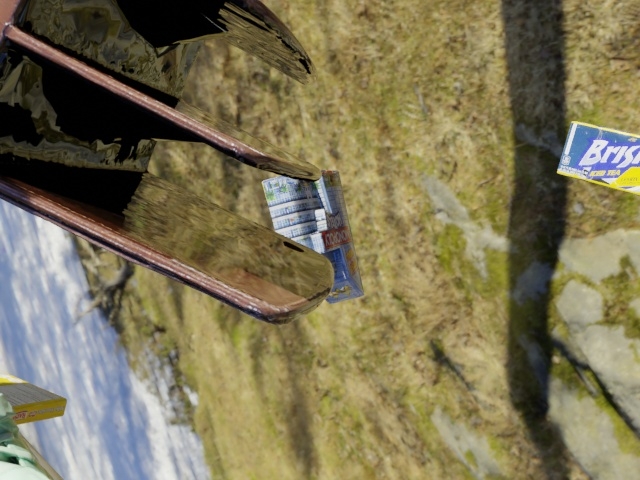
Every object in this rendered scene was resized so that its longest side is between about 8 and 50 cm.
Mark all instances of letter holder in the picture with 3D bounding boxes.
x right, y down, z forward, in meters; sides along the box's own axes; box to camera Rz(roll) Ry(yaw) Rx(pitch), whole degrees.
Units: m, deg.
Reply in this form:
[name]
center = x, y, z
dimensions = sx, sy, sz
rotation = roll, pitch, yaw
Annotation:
[letter holder]
center = -0.060, -0.070, 0.516
dimensions = 0.215, 0.302, 0.151
rotation = 27, 96, 3

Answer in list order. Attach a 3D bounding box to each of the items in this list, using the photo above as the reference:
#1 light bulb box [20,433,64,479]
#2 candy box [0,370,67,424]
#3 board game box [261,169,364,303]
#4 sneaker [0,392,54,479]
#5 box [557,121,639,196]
[light bulb box]
center = -0.355, 0.361, 0.628
dimensions = 0.357, 0.361, 0.225
rotation = 53, 178, -11
[candy box]
center = -0.419, 0.177, 0.927
dimensions = 0.206, 0.105, 0.027
rotation = 14, 95, 27
[board game box]
center = 0.000, 0.000, 1.090
dimensions = 0.060, 0.194, 0.194
rotation = -16, 91, 17
[sneaker]
center = -0.197, 0.116, 0.448
dimensions = 0.151, 0.094, 0.255
rotation = -8, 109, 37
[box]
center = 0.329, -0.072, 0.762
dimensions = 0.169, 0.054, 0.059
rotation = 23, 105, 39
